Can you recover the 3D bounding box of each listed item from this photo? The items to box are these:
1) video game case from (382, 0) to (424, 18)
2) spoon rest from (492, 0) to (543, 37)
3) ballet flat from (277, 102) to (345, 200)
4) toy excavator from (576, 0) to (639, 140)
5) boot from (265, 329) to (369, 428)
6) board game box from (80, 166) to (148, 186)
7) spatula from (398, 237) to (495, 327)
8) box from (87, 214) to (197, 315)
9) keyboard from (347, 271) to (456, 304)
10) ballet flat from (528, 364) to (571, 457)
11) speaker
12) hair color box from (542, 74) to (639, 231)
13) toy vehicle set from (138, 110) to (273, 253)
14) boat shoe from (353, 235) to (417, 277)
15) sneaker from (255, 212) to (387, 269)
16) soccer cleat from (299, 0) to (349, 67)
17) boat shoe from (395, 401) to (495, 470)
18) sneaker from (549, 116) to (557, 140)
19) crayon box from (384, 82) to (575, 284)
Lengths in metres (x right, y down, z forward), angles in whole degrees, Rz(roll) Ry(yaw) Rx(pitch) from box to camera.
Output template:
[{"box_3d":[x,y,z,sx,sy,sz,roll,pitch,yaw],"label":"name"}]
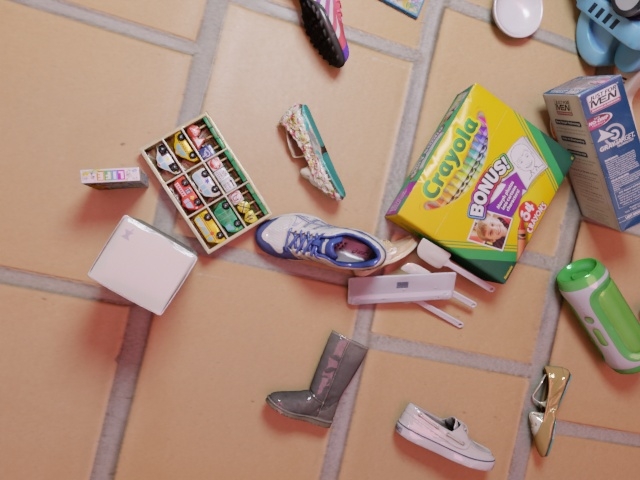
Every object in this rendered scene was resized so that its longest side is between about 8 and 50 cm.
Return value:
[{"box_3d":[0.208,-0.632,1.204,0.119,0.015,0.166,22,86,-12],"label":"video game case"},{"box_3d":[0.468,-0.634,1.229,0.137,0.084,0.276,-15,94,-12],"label":"spoon rest"},{"box_3d":[-0.021,-0.190,1.140,0.077,0.091,0.240,-23,92,19],"label":"ballet flat"},{"box_3d":[0.771,-0.454,1.248,0.223,0.445,0.432,-12,53,-11],"label":"toy excavator"},{"box_3d":[-0.004,0.305,1.149,0.190,0.076,0.208,24,93,-26],"label":"boot"},{"box_3d":[-0.405,-0.122,1.006,0.104,0.154,0.026,-5,92,-12],"label":"board game box"},{"box_3d":[0.288,0.113,1.213,0.242,0.019,0.168,29,106,-18],"label":"spatula"},{"box_3d":[-0.334,0.044,0.985,0.149,0.232,0.126,32,84,-11],"label":"box"},{"box_3d":[0.191,0.112,1.183,0.256,0.014,0.072,-3,112,-7],"label":"keyboard"},{"box_3d":[0.574,0.432,1.295,0.073,0.080,0.232,17,84,15],"label":"ballet flat"},{"box_3d":[0.728,0.193,1.287,0.131,0.131,0.296,-37,99,-10],"label":"speaker"},{"box_3d":[0.667,-0.211,1.204,0.105,0.174,0.347,-26,107,4],"label":"hair color box"},{"box_3d":[-0.244,-0.124,1.093,0.166,0.035,0.266,-34,94,-10],"label":"toy vehicle set"},{"box_3d":[0.147,0.025,1.182,0.170,0.063,0.059,-28,103,-10],"label":"boat shoe"},{"box_3d":[0.000,0.000,1.093,0.297,0.131,0.111,7,90,3],"label":"sneaker"},{"box_3d":[0.004,-0.545,1.117,0.117,0.109,0.318,-28,95,-15],"label":"soccer cleat"},{"box_3d":[0.313,0.469,1.219,0.268,0.096,0.088,25,90,-4],"label":"boat shoe"},{"box_3d":[0.637,-0.336,1.283,0.064,0.067,0.175,19,89,-14],"label":"sneaker"},{"box_3d":[0.383,-0.130,1.209,0.313,0.106,0.362,32,84,-12],"label":"crayon box"}]
